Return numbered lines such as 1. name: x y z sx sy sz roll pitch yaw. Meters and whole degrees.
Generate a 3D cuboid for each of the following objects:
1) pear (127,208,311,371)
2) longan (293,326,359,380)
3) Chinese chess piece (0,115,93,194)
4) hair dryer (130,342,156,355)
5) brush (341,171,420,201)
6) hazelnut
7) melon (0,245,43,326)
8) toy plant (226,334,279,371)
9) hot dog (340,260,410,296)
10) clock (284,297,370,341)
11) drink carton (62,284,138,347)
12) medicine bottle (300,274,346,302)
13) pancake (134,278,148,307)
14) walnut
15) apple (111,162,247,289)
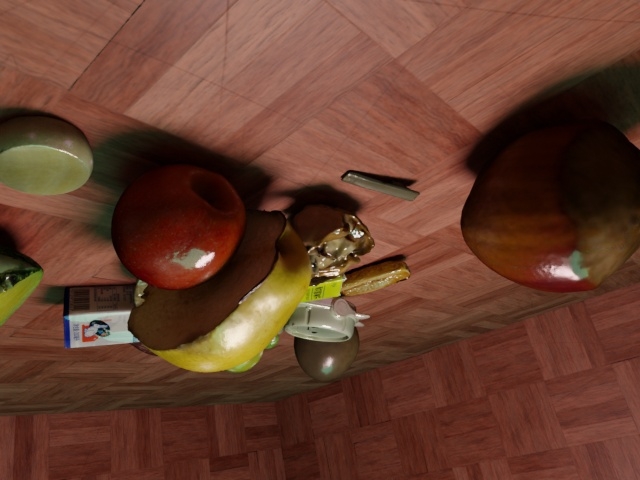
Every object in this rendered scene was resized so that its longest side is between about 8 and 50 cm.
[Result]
1. pear: -0.176 0.116 1.038 0.386 0.340 0.191 -18 130 28
2. longan: 0.022 0.380 1.874 0.258 0.258 0.258 -10 156 -4
3. Chinese chess piece: -0.424 -0.127 0.780 0.144 0.058 0.144 -12 156 -5
4. hair dryer: -0.468 0.221 1.523 0.312 0.123 0.340 26 127 -39
5. brush: 0.130 -0.121 1.096 0.190 0.027 0.034 11 144 -28
6. hazelnut: 0.468 -0.069 1.014 0.366 0.366 0.366 -10 156 -4
7. melon: -0.697 0.102 0.988 0.343 0.226 0.331 -33 139 14
8. toy plant: -0.254 0.309 1.645 0.224 0.184 0.316 20 151 -4
9. hot dog: 0.134 0.119 1.582 0.289 0.068 0.083 -16 136 19
10. clock: -0.009 0.252 1.657 0.324 0.108 0.265 8 157 -1
11. drink carton: -0.505 0.193 1.359 0.315 0.106 0.130 -1 131 -24
12. medicine bottle: -0.072 0.083 1.314 0.250 0.141 0.137 -9 154 -7
13. pancake: -0.348 0.101 1.256 0.242 0.050 0.242 -27 144 -21
14. walnut: 0.011 -0.005 1.157 0.204 0.141 0.238 -17 154 -18
15. apple: -0.244 -0.024 0.896 0.218 0.218 0.201 13 134 -44
